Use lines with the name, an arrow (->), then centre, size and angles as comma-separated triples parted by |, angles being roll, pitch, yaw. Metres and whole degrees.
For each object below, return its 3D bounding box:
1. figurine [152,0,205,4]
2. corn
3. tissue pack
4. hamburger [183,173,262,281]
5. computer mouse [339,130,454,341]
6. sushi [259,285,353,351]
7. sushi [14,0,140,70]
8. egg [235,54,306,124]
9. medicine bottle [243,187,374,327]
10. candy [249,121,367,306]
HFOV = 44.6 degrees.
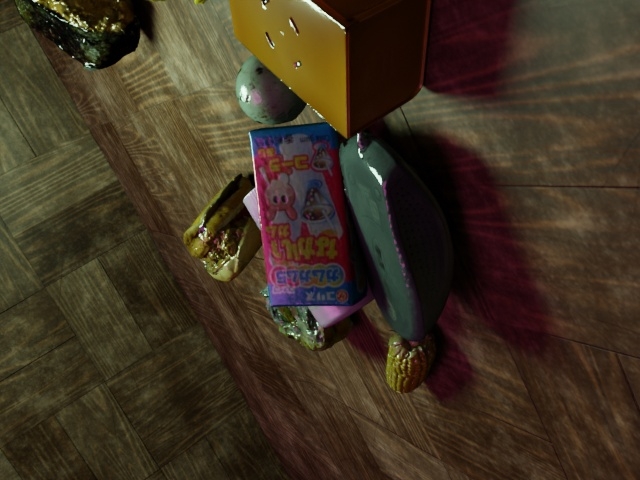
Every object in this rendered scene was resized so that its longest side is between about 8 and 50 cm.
figurine -> -0.254, -0.480, 1.357 | 0.109, 0.178, 0.129 | 28, 118, 45
corn -> 0.175, 0.239, 1.549 | 0.260, 0.091, 0.091 | 90, 160, -64
tissue pack -> 0.004, -0.305, 1.050 | 0.274, 0.145, 0.194 | 47, 156, 28
hamburger -> -0.216, -0.029, 1.890 | 0.163, 0.244, 0.244 | 37, 162, -7
computer mouse -> 0.129, -0.016, 1.222 | 0.188, 0.122, 0.371 | 39, 150, 58
sushi -> -0.036, 0.156, 1.845 | 0.274, 0.139, 0.184 | 4, 123, 59
sushi -> -0.588, -0.591, 1.902 | 0.348, 0.234, 0.207 | 32, 154, 3
egg -> -0.082, -0.259, 1.349 | 0.131, 0.131, 0.164 | 57, 174, 1
medicine bottle -> 0.000, 0.000, 1.467 | 0.290, 0.178, 0.178 | 56, 160, 4
candy -> -0.018, -0.043, 1.316 | 0.157, 0.100, 0.306 | -2, 100, 21
